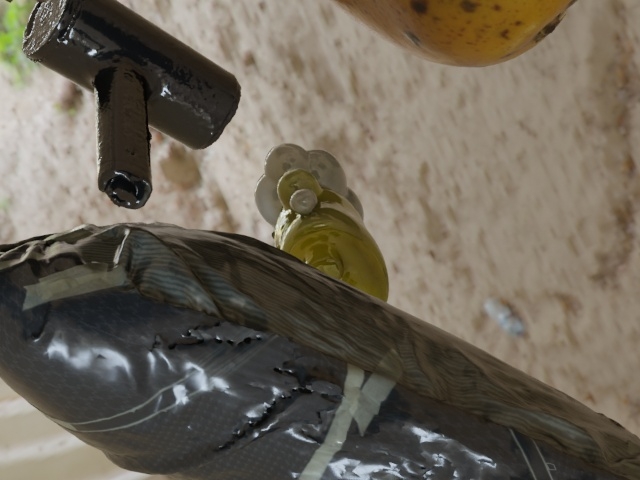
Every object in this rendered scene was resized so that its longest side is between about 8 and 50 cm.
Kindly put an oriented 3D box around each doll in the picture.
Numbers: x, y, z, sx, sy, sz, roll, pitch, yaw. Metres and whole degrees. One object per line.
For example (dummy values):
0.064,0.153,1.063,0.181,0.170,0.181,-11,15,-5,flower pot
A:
0.000,0.000,0.749,0.162,0.062,0.106,-106,-7,-64,doll

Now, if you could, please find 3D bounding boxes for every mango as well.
0.074,-0.226,0.944,0.290,0.160,0.191,26,166,35,mango

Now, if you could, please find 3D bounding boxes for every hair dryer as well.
-0.170,-0.112,1.125,0.197,0.089,0.251,30,-149,-27,hair dryer

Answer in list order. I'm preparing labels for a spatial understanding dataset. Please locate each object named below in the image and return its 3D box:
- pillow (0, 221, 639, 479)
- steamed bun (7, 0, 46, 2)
0.016,0.072,0.490,0.335,0.092,0.161,25,-175,-8,pillow
-0.012,-0.178,0.264,0.301,0.199,0.251,-45,-47,-55,steamed bun
